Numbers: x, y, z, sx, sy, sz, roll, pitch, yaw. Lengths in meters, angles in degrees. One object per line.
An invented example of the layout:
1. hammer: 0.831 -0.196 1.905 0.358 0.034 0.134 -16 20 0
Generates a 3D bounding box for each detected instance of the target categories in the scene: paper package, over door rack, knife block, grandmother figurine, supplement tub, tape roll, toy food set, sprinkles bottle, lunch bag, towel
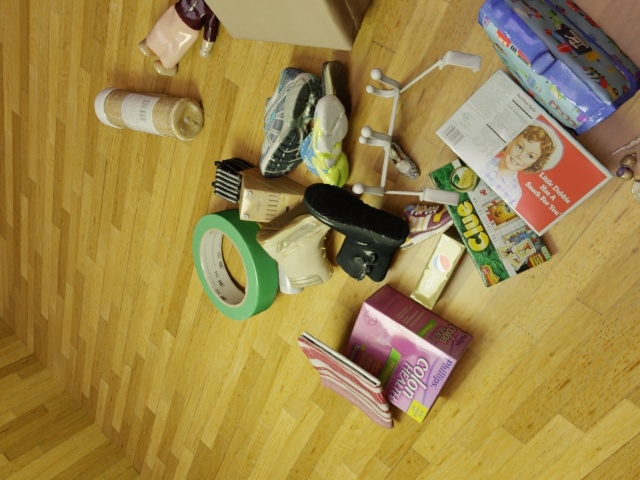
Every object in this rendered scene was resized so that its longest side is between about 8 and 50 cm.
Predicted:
1. paper package: -0.091 -0.537 0.901 0.325 0.309 0.168 18 78 27
2. over door rack: 0.143 -0.198 0.866 0.324 0.108 0.239 -156 73 -70
3. knife block: -0.149 -0.142 1.254 0.276 0.242 0.088 6 121 -15
4. grandmother figurine: -0.340 -0.581 1.208 0.343 0.104 0.208 -26 119 36
5. supplement tub: -0.080 0.085 1.284 0.071 0.071 0.107 12 113 32
6. tape roll: -0.254 0.070 1.362 0.321 0.077 0.320 19 118 41
7. toy food set: 0.553 -0.112 0.793 0.078 0.019 0.122 -39 83 38
8. sprinkles bottle: -0.510 -0.376 1.383 0.356 0.121 0.121 17 116 30
9. lunch bag: 0.350 -0.266 0.704 0.221 0.293 0.138 52 128 8
10. towel: 0.070 0.362 1.184 0.237 0.037 0.329 27 155 30

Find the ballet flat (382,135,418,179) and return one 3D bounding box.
1. ballet flat: 0.170 -0.178 1.027 0.041 0.041 0.114 -39 84 38

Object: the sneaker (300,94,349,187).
1. sneaker: -0.006 -0.227 1.071 0.126 0.091 0.240 31 144 33

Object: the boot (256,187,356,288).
1. boot: 0.000 0.000 1.172 0.262 0.095 0.203 -29 125 2

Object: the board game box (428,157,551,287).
1. board game box: 0.334 -0.049 0.930 0.136 0.030 0.259 -28 91 12

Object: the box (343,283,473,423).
1. box: 0.197 0.268 1.126 0.243 0.117 0.213 31 122 22

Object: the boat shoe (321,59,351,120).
1. boat shoe: 0.033 -0.330 1.064 0.049 0.056 0.152 36 138 51

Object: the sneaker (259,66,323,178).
1. sneaker: -0.087 -0.285 1.147 0.122 0.110 0.282 47 124 31

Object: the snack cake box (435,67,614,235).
1. snack cake box: 0.356 -0.155 0.842 0.152 0.089 0.264 -45 82 18

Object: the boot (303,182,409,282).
1. boot: 0.060 -0.005 1.064 0.247 0.094 0.207 23 145 2

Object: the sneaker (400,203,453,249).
1. sneaker: 0.225 -0.050 1.018 0.186 0.070 0.083 -34 91 38

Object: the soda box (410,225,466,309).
1. soda box: 0.266 0.062 1.035 0.058 0.061 0.181 32 123 21
